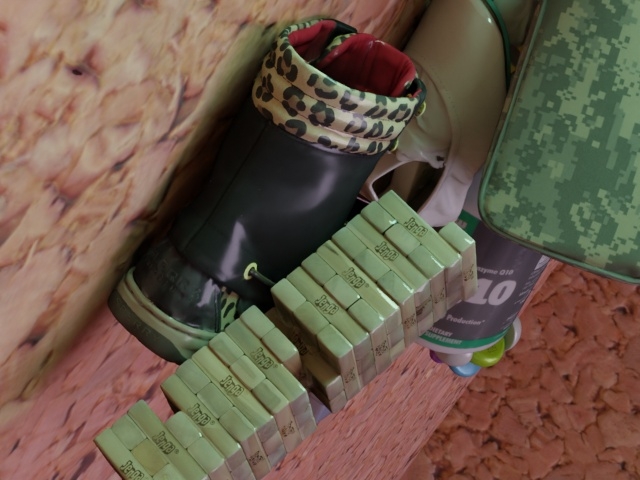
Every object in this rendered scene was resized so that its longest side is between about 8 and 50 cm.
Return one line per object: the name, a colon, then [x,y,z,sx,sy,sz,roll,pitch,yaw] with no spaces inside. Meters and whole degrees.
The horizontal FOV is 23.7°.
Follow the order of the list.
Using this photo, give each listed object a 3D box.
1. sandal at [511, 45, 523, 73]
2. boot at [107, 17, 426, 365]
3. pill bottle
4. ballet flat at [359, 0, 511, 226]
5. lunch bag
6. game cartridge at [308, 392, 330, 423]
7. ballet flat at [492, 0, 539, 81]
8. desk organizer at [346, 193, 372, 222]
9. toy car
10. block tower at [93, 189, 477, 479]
sandal: [0.340,-0.296,1.727,0.126,0.138,0.317,27,83,-36]
boot: [-0.004,-0.045,1.343,0.377,0.138,0.284,-9,135,-59]
pill bottle: [0.206,-0.041,1.891,0.204,0.204,0.361,-41,161,-42]
ballet flat: [0.104,-0.107,1.597,0.139,0.139,0.400,-48,166,-23]
lunch bag: [0.293,-0.115,1.490,0.256,0.213,0.305,-14,122,-73]
game cartridge: [0.063,0.131,2.161,0.196,0.060,0.294,-21,145,-59]
ballet flat: [0.181,-0.226,1.582,0.095,0.096,0.280,-47,165,-22]
desk organizer: [0.000,0.000,1.633,0.130,0.050,0.047,-57,166,12]
toy car: [0.212,0.137,2.411,0.159,0.182,0.136,-16,150,-39]
block tower: [-0.022,0.098,1.252,0.335,0.097,0.091,-39,154,-13]
